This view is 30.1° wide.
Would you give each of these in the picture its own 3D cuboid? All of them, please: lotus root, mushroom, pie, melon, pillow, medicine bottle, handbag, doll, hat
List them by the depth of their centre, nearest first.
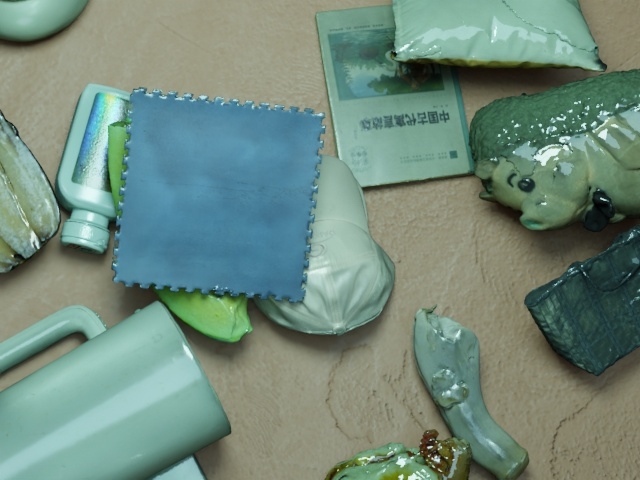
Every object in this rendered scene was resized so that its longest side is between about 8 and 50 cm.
[{"bbox_3d":[0.110,0.416,1.646,0.257,0.105,0.275,-15,79,5],"label":"pie"},{"bbox_3d":[-0.179,-0.017,1.655,0.196,0.124,0.324,-13,96,-39],"label":"melon"},{"bbox_3d":[-0.481,-0.107,1.670,0.167,0.078,0.329,-32,81,2],"label":"lotus root"},{"bbox_3d":[0.000,0.000,1.671,0.219,0.164,0.226,-14,116,-10],"label":"hat"},{"bbox_3d":[-0.307,-0.097,1.686,0.121,0.083,0.229,17,76,-18],"label":"medicine bottle"},{"bbox_3d":[0.207,0.220,1.694,0.096,0.099,0.278,-24,87,2],"label":"mushroom"},{"bbox_3d":[0.424,0.074,1.701,0.270,0.089,0.175,-31,125,-8],"label":"handbag"},{"bbox_3d":[0.389,-0.124,1.708,0.349,0.247,0.247,1,79,1],"label":"doll"},{"bbox_3d":[0.243,-0.365,1.763,0.312,0.119,0.310,0,50,-5],"label":"pillow"}]

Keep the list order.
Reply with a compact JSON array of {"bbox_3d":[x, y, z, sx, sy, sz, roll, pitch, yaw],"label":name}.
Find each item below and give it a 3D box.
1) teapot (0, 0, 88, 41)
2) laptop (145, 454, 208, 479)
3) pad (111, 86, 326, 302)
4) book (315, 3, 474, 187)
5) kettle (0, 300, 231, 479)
[{"bbox_3d":[-0.473,-0.366,1.683,0.318,0.149,0.220,-40,85,-14],"label":"teapot"},{"bbox_3d":[-0.267,0.404,1.631,0.269,0.015,0.188,-27,84,-12],"label":"laptop"},{"bbox_3d":[-0.134,-0.058,1.585,0.269,0.012,0.269,8,96,-11],"label":"pad"},{"bbox_3d":[0.111,-0.223,1.797,0.214,0.025,0.283,-9,79,-11],"label":"book"},{"bbox_3d":[-0.313,0.216,1.569,0.318,0.205,0.265,-30,87,-9],"label":"kettle"}]
